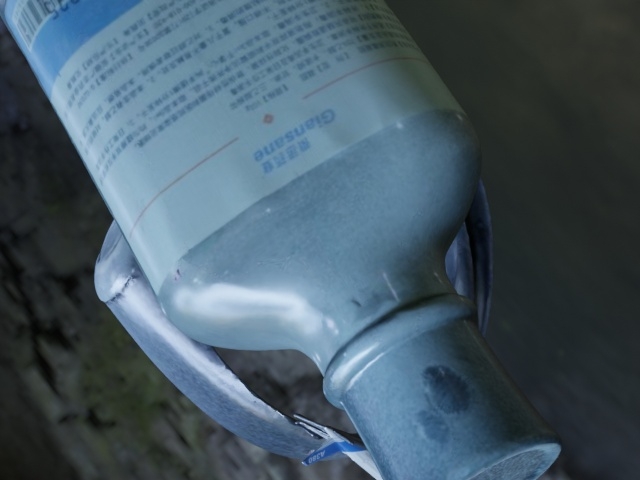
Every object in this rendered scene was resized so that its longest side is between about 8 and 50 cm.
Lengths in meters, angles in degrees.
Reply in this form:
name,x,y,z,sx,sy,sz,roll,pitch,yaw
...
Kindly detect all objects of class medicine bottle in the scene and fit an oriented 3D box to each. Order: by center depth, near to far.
name,x,y,z,sx,sy,sz,roll,pitch,yaw
medicine bottle,-0.012,-0.023,0.402,0.208,0.090,0.053,58,180,23

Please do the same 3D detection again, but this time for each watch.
name,x,y,z,sx,sy,sz,roll,pitch,yaw
watch,0.000,0.000,0.770,0.193,0.206,0.068,29,154,-19

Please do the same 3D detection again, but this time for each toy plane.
name,x,y,z,sx,sy,sz,roll,pitch,yaw
toy plane,0.023,0.094,0.670,0.078,0.024,0.084,19,173,45
